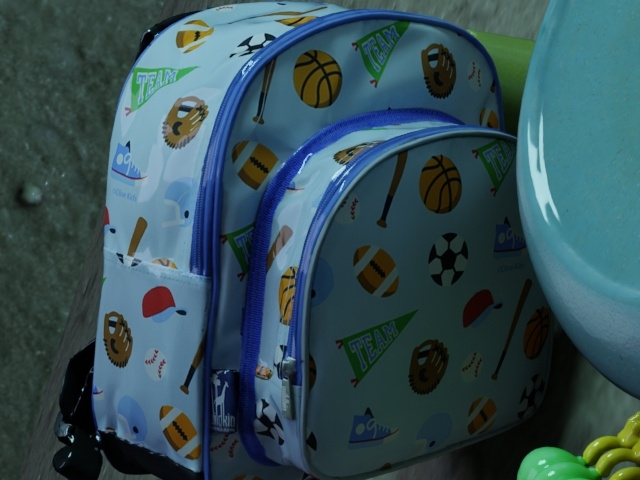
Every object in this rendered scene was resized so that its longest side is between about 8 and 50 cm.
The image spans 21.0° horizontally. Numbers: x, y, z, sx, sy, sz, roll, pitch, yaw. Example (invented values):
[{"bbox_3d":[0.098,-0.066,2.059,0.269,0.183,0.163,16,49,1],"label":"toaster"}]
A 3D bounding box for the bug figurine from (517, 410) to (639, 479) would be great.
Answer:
[{"bbox_3d":[0.112,0.198,0.769,0.216,0.072,0.279,-124,52,-70],"label":"bug figurine"}]

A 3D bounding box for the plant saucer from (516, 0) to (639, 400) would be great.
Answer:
[{"bbox_3d":[0.184,-0.084,0.704,0.317,0.043,0.317,-36,42,40],"label":"plant saucer"}]

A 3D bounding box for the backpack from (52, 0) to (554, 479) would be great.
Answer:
[{"bbox_3d":[0.000,0.000,0.948,0.213,0.276,0.263,4,102,43],"label":"backpack"}]

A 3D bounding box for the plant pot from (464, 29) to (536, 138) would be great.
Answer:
[{"bbox_3d":[0.114,-0.090,1.033,0.083,0.079,0.083,-164,90,-74],"label":"plant pot"}]
